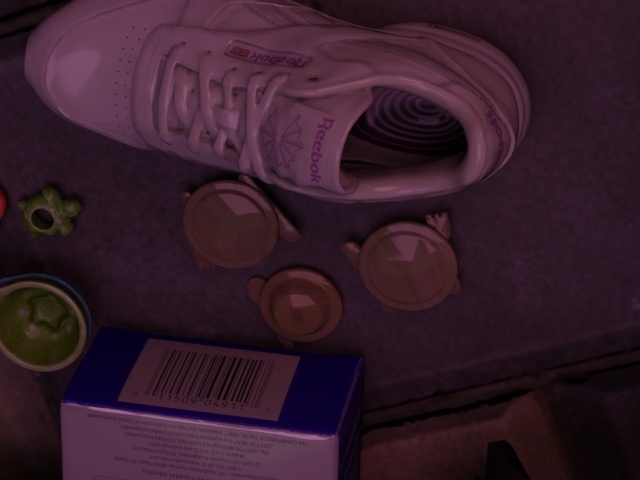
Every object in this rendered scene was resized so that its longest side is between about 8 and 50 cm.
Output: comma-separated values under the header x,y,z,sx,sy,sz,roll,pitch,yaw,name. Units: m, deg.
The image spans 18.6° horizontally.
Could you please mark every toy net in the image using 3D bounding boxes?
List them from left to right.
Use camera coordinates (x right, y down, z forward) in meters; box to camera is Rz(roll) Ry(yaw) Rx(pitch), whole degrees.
x,y,z,sx,sy,sz,roll,pitch,yaw,name
-0.266,0.027,1.306,0.232,0.045,0.122,-2,117,13,toy net

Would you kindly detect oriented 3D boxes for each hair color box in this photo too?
x,y,z,sx,sy,sz,roll,pitch,yaw,name
-0.072,0.235,1.337,0.185,0.110,0.339,7,117,9,hair color box

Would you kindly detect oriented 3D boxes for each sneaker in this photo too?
x,y,z,sx,sy,sz,roll,pitch,yaw,name
-0.031,-0.090,1.135,0.305,0.152,0.114,7,110,7,sneaker

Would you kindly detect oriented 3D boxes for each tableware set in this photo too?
x,y,z,sx,sy,sz,roll,pitch,yaw,name
0.000,0.000,1.253,0.168,0.020,0.141,-23,111,21,tableware set

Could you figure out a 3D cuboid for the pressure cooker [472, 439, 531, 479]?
x,y,z,sx,sy,sz,roll,pitch,yaw,name
0.191,0.326,1.184,0.420,0.370,0.375,-7,112,11,pressure cooker
